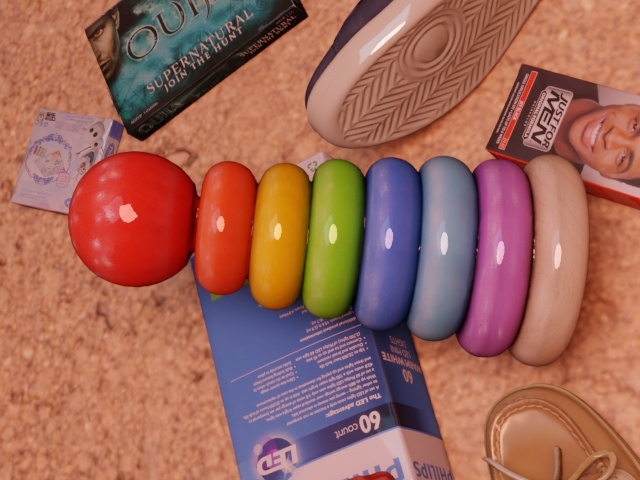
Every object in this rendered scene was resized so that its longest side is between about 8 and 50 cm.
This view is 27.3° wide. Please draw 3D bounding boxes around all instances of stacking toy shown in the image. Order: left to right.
[{"bbox_3d":[0.000,0.000,0.863,0.330,0.141,0.141,5,76,-4],"label":"stacking toy"}]

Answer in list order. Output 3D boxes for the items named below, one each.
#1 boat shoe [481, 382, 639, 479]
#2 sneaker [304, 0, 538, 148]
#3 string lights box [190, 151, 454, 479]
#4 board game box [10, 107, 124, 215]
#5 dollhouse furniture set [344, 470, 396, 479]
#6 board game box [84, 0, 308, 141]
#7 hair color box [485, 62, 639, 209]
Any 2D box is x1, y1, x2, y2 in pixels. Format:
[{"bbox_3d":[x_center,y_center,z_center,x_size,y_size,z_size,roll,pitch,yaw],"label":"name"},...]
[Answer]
[{"bbox_3d":[0.174,0.213,0.817,0.104,0.089,0.285,-33,62,17],"label":"boat shoe"},{"bbox_3d":[0.092,-0.227,0.978,0.350,0.131,0.148,-48,59,-2],"label":"sneaker"},{"bbox_3d":[-0.006,0.082,0.966,0.133,0.077,0.259,-25,65,22],"label":"string lights box"},{"bbox_3d":[-0.225,-0.068,1.170,0.090,0.020,0.090,11,81,31],"label":"board game box"},{"bbox_3d":[-0.056,0.285,0.861,0.374,0.201,0.152,-23,65,21],"label":"dollhouse furniture set"},{"bbox_3d":[-0.112,-0.188,1.138,0.186,0.026,0.126,-35,62,16],"label":"board game box"},{"bbox_3d":[0.194,-0.069,0.917,0.141,0.043,0.072,21,85,32],"label":"hair color box"}]
